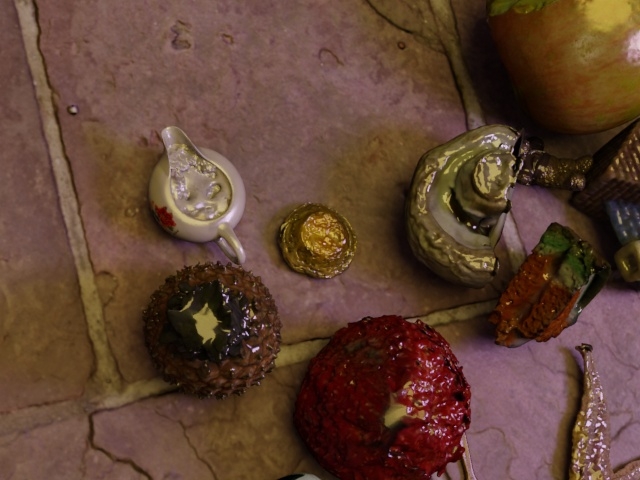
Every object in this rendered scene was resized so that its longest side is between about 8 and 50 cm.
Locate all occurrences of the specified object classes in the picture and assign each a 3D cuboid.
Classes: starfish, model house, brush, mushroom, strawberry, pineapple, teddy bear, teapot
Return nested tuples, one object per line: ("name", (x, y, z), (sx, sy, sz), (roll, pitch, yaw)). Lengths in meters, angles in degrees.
("starfish", (0.465, 0.378, 1.671), (0.398, 0.132, 0.383), (24, 60, 3))
("model house", (0.595, -0.066, 1.778), (0.266, 0.261, 0.321), (-15, 76, -20))
("brush", (0.229, 0.360, 1.654), (0.043, 0.014, 0.169), (-8, 76, -20))
("mushroom", (0.220, -0.062, 1.691), (0.164, 0.189, 0.266), (13, 82, 7))
("strawberry", (0.101, 0.237, 1.533), (0.274, 0.220, 0.274), (4, 75, -15))
("pineapple", (-0.138, 0.112, 1.418), (0.202, 0.362, 0.201), (1, 81, -7))
("teddy bear", (0.373, -0.125, 1.819), (0.161, 0.078, 0.119), (23, 48, 11))
("teapot", (-0.178, -0.059, 1.592), (0.145, 0.092, 0.226), (-34, 89, -22))

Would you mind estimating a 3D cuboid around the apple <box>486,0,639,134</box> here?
("apple", (0.438, -0.342, 1.750), (0.340, 0.339, 0.339), (6, 73, -18))

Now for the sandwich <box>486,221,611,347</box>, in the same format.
("sandwich", (0.354, 0.078, 1.678), (0.212, 0.292, 0.109), (-48, 71, 13))

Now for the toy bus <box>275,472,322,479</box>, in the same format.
("toy bus", (0.005, 0.440, 1.487), (0.271, 0.133, 0.164), (44, 60, -5))

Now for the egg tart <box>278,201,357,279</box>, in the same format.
("egg tart", (0.000, 0.000, 1.660), (0.130, 0.052, 0.130), (7, 71, -20))
